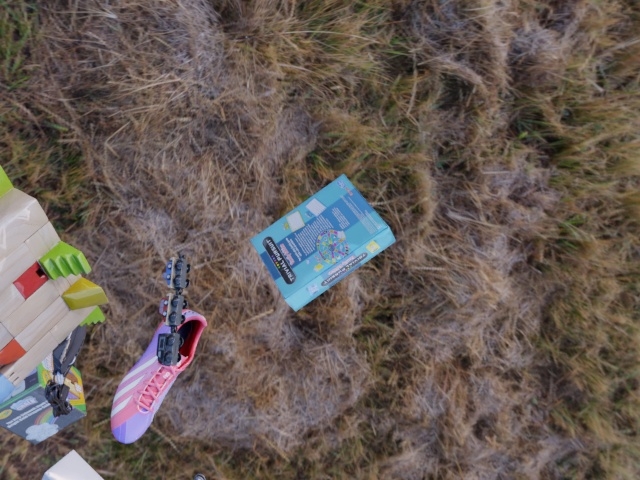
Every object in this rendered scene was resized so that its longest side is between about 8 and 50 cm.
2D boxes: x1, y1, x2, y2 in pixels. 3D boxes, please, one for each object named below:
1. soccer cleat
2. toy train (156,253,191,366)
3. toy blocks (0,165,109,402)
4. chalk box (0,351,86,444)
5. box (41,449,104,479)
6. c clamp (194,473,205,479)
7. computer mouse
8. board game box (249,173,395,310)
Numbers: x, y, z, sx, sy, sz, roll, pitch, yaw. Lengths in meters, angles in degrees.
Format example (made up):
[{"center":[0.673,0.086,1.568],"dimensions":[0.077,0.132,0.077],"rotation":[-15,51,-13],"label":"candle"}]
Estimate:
[{"center":[-0.281,0.232,0.966],"dimensions":[0.083,0.095,0.248],"rotation":[42,58,-32],"label":"soccer cleat"},{"center":[-0.206,0.095,0.770],"dimensions":[0.036,0.158,0.027],"rotation":[-9,157,24],"label":"toy train"},{"center":[-0.521,0.098,0.866],"dimensions":[0.190,0.261,0.381],"rotation":[24,144,19],"label":"toy blocks"},{"center":[-0.848,0.426,1.602],"dimensions":[0.180,0.179,0.289],"rotation":[-29,137,-6],"label":"chalk box"},{"center":[-0.659,0.658,1.451],"dimensions":[0.130,0.091,0.170],"rotation":[41,125,7],"label":"box"},{"center":[-0.224,0.474,0.990],"dimensions":[0.022,0.160,0.137],"rotation":[-28,87,8],"label":"c clamp"},{"center":[-0.578,0.274,1.281],"dimensions":[0.060,0.262,0.184],"rotation":[2,140,-15],"label":"computer mouse"},{"center":[0.000,0.000,1.551],"dimensions":[0.336,0.254,0.079],"rotation":[-35,141,0],"label":"board game box"}]
